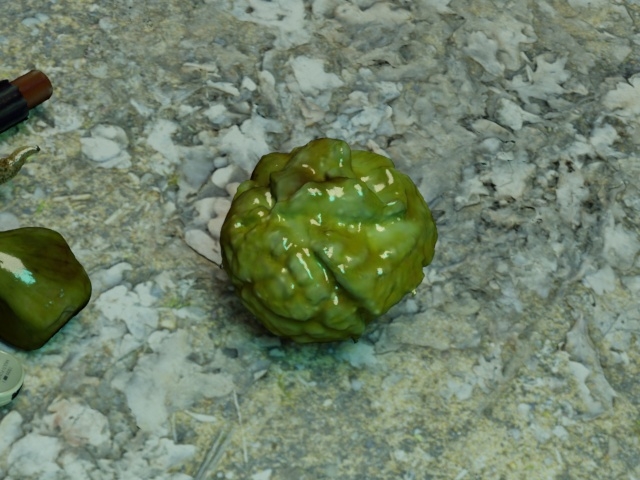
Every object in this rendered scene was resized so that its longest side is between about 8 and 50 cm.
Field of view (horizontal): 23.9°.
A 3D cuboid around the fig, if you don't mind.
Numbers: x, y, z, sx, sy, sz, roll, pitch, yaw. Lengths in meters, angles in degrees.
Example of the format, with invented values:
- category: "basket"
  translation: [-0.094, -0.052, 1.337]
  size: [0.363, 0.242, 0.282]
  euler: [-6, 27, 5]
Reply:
- category: "fig"
  translation: [-0.372, 0.054, 1.885]
  size: [0.166, 0.154, 0.144]
  euler: [23, -6, -43]

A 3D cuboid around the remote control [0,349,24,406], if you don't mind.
- category: "remote control"
  translation: [-0.470, 0.147, 1.843]
  size: [0.221, 0.042, 0.078]
  euler: [19, 42, -2]

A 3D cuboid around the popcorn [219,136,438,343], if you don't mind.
- category: "popcorn"
  translation: [0.004, 0.009, 1.962]
  size: [0.247, 0.282, 0.282]
  euler: [43, 45, -21]

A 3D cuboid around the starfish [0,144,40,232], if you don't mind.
- category: "starfish"
  translation: [-0.496, -0.089, 1.958]
  size: [0.277, 0.062, 0.235]
  euler: [-32, 101, -30]

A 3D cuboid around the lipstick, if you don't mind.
- category: "lipstick"
  translation: [-0.490, -0.153, 2.060]
  size: [0.081, 0.081, 0.300]
  euler: [40, 54, 17]
